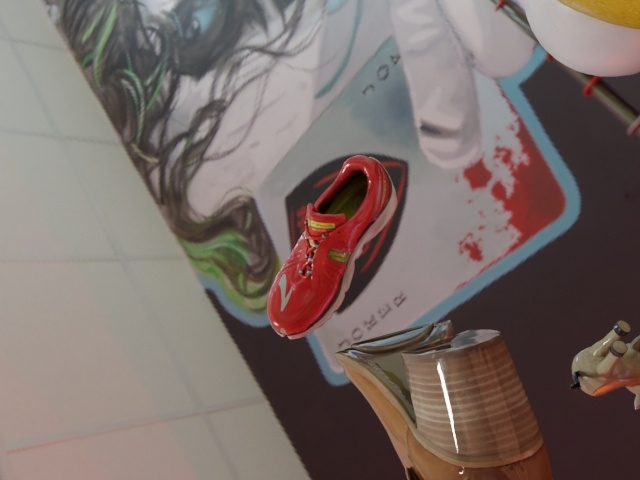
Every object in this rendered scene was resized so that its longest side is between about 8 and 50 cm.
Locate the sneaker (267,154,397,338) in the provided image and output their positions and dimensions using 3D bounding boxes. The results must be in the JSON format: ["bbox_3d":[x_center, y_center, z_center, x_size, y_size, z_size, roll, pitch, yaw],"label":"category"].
[{"bbox_3d":[0.000,0.000,1.075,0.107,0.279,0.118,25,168,27],"label":"sneaker"}]

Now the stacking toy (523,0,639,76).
[{"bbox_3d":[0.162,-0.211,0.318,0.350,0.350,0.480,44,177,13],"label":"stacking toy"}]

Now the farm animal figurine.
[{"bbox_3d":[0.514,0.201,1.025,0.330,0.172,0.326,37,-129,17],"label":"farm animal figurine"}]

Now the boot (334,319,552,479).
[{"bbox_3d":[0.102,0.180,0.613,0.109,0.283,0.220,-14,-91,-18],"label":"boot"}]
